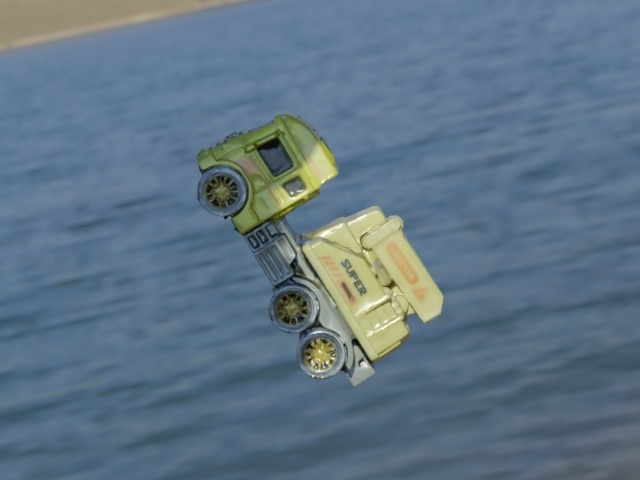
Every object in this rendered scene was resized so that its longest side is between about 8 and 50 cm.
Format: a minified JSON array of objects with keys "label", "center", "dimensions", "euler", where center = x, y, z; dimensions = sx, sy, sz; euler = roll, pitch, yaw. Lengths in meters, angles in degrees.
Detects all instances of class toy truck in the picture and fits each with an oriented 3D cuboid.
[{"label":"toy truck","center":[0.000,0.000,1.815],"dimensions":[0.157,0.272,0.124],"euler":[-31,4,3]}]
